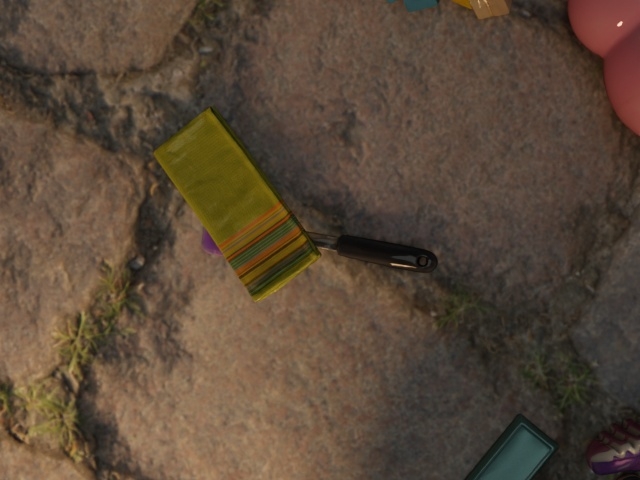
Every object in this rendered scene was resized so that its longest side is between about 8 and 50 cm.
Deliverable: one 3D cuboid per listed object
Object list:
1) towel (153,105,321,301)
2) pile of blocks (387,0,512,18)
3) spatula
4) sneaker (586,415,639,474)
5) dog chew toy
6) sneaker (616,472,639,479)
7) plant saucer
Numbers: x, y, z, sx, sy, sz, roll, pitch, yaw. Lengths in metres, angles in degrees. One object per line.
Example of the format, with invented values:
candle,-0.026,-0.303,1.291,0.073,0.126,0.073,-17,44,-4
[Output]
towel,-0.106,-0.046,1.419,0.102,0.021,0.237,-37,81,6
pile of blocks,0.073,-0.382,1.399,0.362,0.149,0.112,28,49,-8
spatula,0.000,0.000,1.433,0.297,0.030,0.084,10,89,2
sneaker,0.446,0.261,1.398,0.236,0.095,0.104,-14,99,1
dog chew toy,0.385,-0.273,1.337,0.207,0.206,0.331,-34,82,2
sneaker,0.418,0.363,1.405,0.057,0.075,0.161,-33,90,3
plant saucer,0.216,0.312,1.440,0.067,0.018,0.192,39,93,1
